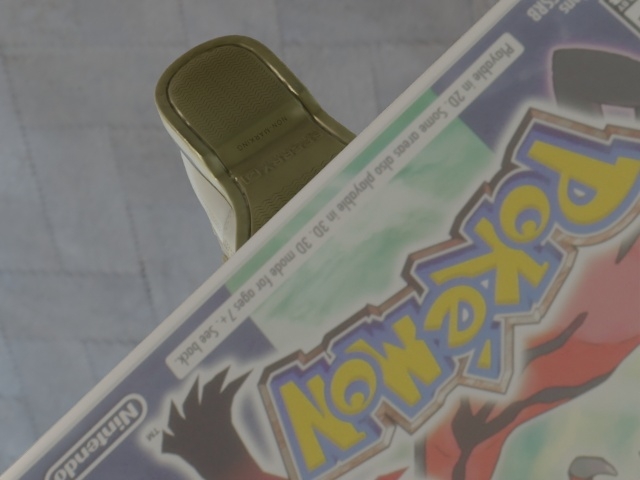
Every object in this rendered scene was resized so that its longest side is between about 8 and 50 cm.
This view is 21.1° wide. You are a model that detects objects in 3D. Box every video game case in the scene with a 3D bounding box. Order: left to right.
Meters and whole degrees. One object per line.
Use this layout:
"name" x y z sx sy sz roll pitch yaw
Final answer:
"video game case" 0.044 0.057 0.303 0.201 0.183 0.023 -43 150 4

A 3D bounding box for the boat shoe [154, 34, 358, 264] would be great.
"boat shoe" 0.000 0.000 0.988 0.113 0.302 0.103 -27 135 -1
